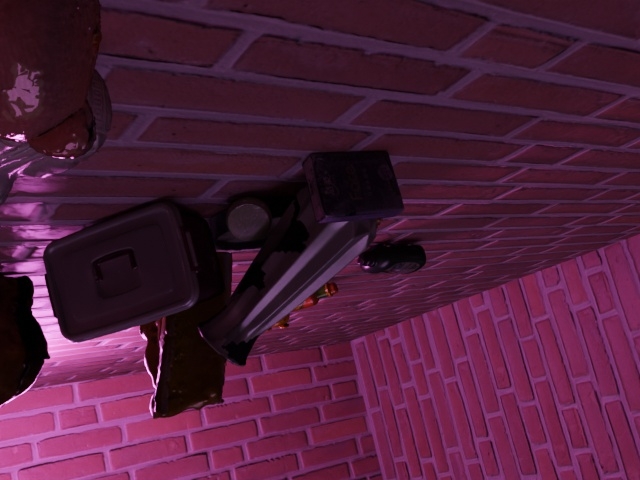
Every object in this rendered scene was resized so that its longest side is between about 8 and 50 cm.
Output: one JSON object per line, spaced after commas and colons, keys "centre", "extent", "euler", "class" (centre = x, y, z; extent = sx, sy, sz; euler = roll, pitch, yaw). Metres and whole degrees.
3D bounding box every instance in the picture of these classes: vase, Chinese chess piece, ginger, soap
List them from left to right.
{"centre": [-0.647, 0.192, 1.386], "extent": [0.223, 0.269, 0.200], "euler": [0, 138, -44], "class": "ginger"}
{"centre": [-0.294, 0.206, 1.556], "extent": [0.169, 0.338, 0.304], "euler": [7, 163, -17], "class": "soap"}
{"centre": [-0.129, -0.039, 1.343], "extent": [0.084, 0.084, 0.034], "euler": [-14, -152, 4], "class": "Chinese chess piece"}
{"centre": [-0.061, 0.058, 1.344], "extent": [0.360, 0.165, 0.165], "euler": [-48, 160, 5], "class": "vase"}

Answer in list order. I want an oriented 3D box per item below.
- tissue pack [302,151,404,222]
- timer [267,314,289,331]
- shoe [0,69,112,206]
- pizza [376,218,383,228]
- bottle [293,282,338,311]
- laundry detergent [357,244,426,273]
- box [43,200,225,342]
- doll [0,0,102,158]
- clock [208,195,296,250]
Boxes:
{"centre": [0.055, -0.089, 1.246], "extent": [0.156, 0.112, 0.051], "euler": [-6, 164, -27], "class": "tissue pack"}
{"centre": [-0.153, 0.233, 2.419], "extent": [0.107, 0.109, 0.107], "euler": [-5, -165, 1], "class": "timer"}
{"centre": [-0.401, -0.106, 0.747], "extent": [0.342, 0.132, 0.210], "euler": [-24, 159, 24], "class": "shoe"}
{"centre": [0.000, 0.000, 1.583], "extent": [0.288, 0.075, 0.280], "euler": [-30, -166, -6], "class": "pizza"}
{"centre": [-0.037, 0.170, 2.287], "extent": [0.187, 0.069, 0.069], "euler": [-19, 165, 15], "class": "bottle"}
{"centre": [0.170, 0.054, 1.997], "extent": [0.222, 0.078, 0.144], "euler": [-1, 165, -42], "class": "laundry detergent"}
{"centre": [-0.325, 0.057, 1.341], "extent": [0.294, 0.193, 0.167], "euler": [-18, 174, 16], "class": "box"}
{"centre": [-0.313, -0.177, 0.559], "extent": [0.303, 0.156, 0.201], "euler": [9, 122, -7], "class": "doll"}
{"centre": [-0.113, -0.030, 1.469], "extent": [0.215, 0.041, 0.215], "euler": [-13, 166, -3], "class": "clock"}
